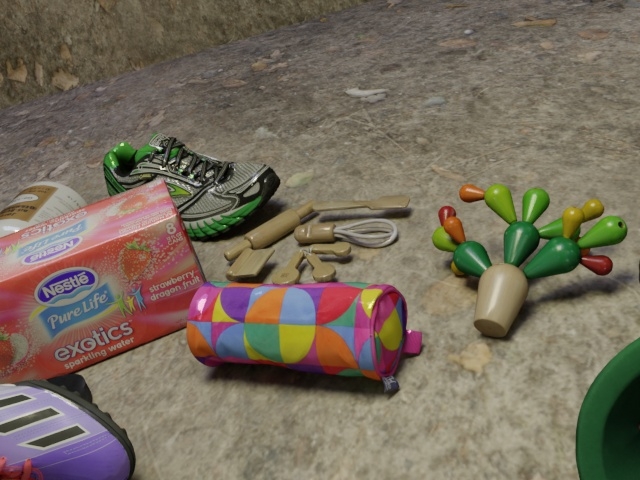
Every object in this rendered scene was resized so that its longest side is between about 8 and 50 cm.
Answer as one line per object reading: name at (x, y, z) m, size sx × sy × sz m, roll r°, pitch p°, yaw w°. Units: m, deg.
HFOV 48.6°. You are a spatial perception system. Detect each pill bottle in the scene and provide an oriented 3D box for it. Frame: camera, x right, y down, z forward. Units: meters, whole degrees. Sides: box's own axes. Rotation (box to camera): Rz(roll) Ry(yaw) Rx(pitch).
pill bottle at (-0.439, 0.015, 1.059) m, size 0.131 × 0.131 × 0.229 m, roll -11°, pitch 28°, yaw 10°

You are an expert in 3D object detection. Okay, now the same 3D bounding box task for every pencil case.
pencil case at (-0.023, 0.091, 0.731) m, size 0.236 × 0.104 × 0.104 m, roll 2°, pitch 33°, yaw 28°

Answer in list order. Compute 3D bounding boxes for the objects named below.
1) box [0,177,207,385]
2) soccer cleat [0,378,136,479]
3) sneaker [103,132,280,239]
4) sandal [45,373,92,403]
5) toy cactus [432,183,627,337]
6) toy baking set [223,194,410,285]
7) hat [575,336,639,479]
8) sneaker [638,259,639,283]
box at (-0.302, 0.056, 0.885) m, size 0.300 × 0.154 × 0.142 m, roll -21°, pitch 28°, yaw -10°
soccer cleat at (-0.325, 0.171, 0.625) m, size 0.318 × 0.109 × 0.116 m, roll 21°, pitch 24°, yaw -2°
sneaker at (-0.220, -0.092, 1.118) m, size 0.343 × 0.146 × 0.134 m, roll 1°, pitch 33°, yaw 30°
sandal at (-0.384, 0.194, 0.783) m, size 0.254 × 0.054 × 0.097 m, roll -19°, pitch 28°, yaw -4°
toy cactus at (0.204, 0.023, 0.750) m, size 0.219 × 0.112 × 0.180 m, roll 7°, pitch 54°, yaw 33°
toy baking set at (-0.005, -0.001, 0.963) m, size 0.256 × 0.030 × 0.196 m, roll -34°, pitch 35°, yaw -29°
hat at (0.302, 0.122, 0.493) m, size 0.183 × 0.208 × 0.173 m, roll -3°, pitch 46°, yaw -53°
sneaker at (0.415, 0.020, 0.600) m, size 0.295 × 0.105 × 0.147 m, roll -13°, pitch 33°, yaw 17°
